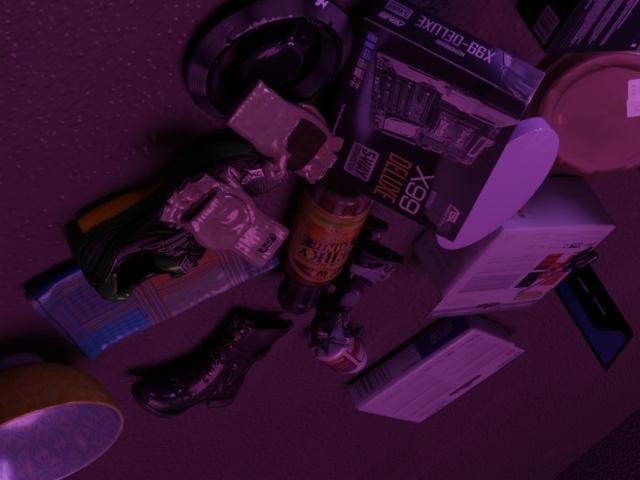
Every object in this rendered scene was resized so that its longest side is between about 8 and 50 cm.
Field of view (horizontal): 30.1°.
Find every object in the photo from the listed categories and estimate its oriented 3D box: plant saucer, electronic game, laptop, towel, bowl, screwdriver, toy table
[{"bbox_3d":[0.462,-0.210,1.920,0.277,0.041,0.278,-1,128,-1],"label":"plant saucer"},{"bbox_3d":[-0.066,-0.236,1.548,0.229,0.048,0.229,-17,149,-11],"label":"electronic game"},{"bbox_3d":[0.529,0.134,2.482,0.136,0.234,0.264,-43,149,25],"label":"laptop"},{"bbox_3d":[-0.255,0.058,1.887,0.370,0.040,0.271,-26,153,-3],"label":"towel"},{"bbox_3d":[-0.481,0.277,1.933,0.289,0.156,0.289,-20,151,-12],"label":"bowl"},{"bbox_3d":[0.444,0.061,2.248,0.169,0.025,0.024,-24,155,15],"label":"screwdriver"},{"bbox_3d":[0.237,-0.134,1.863,0.252,0.161,0.274,4,138,-44],"label":"toy table"}]

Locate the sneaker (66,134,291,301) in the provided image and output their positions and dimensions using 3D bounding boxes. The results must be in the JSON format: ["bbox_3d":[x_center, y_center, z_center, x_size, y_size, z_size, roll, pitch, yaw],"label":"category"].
[{"bbox_3d":[-0.184,-0.025,1.696,0.343,0.146,0.134,-31,152,4],"label":"sneaker"}]

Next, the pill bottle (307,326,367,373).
[{"bbox_3d":[0.038,0.213,2.348,0.086,0.086,0.152,-31,152,7],"label":"pill bottle"}]

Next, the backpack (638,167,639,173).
[{"bbox_3d":[0.638,-0.190,2.061,0.225,0.191,0.254,-30,113,4],"label":"backpack"}]

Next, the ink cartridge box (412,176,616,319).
[{"bbox_3d":[0.343,0.013,2.229,0.309,0.130,0.272,-2,143,-38],"label":"ink cartridge box"}]

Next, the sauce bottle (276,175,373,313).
[{"bbox_3d":[0.000,0.000,1.935,0.111,0.111,0.344,-14,149,-24],"label":"sauce bottle"}]

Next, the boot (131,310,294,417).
[{"bbox_3d":[-0.196,0.210,2.163,0.263,0.091,0.229,-2,137,-46],"label":"boot"}]

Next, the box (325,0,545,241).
[{"bbox_3d":[0.140,-0.164,1.655,0.076,0.242,0.307,-57,173,-39],"label":"box"}]

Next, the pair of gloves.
[{"bbox_3d":[-0.088,-0.090,1.614,0.204,0.042,0.240,23,104,-45],"label":"pair of gloves"}]

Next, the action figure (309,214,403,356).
[{"bbox_3d":[0.049,0.091,2.078,0.099,0.185,0.285,11,135,-14],"label":"action figure"}]

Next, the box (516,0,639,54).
[{"bbox_3d":[0.421,-0.387,1.660,0.184,0.103,0.261,-5,144,-30],"label":"box"}]

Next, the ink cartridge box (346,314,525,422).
[{"bbox_3d":[0.267,0.290,2.695,0.324,0.071,0.330,-37,154,16],"label":"ink cartridge box"}]
